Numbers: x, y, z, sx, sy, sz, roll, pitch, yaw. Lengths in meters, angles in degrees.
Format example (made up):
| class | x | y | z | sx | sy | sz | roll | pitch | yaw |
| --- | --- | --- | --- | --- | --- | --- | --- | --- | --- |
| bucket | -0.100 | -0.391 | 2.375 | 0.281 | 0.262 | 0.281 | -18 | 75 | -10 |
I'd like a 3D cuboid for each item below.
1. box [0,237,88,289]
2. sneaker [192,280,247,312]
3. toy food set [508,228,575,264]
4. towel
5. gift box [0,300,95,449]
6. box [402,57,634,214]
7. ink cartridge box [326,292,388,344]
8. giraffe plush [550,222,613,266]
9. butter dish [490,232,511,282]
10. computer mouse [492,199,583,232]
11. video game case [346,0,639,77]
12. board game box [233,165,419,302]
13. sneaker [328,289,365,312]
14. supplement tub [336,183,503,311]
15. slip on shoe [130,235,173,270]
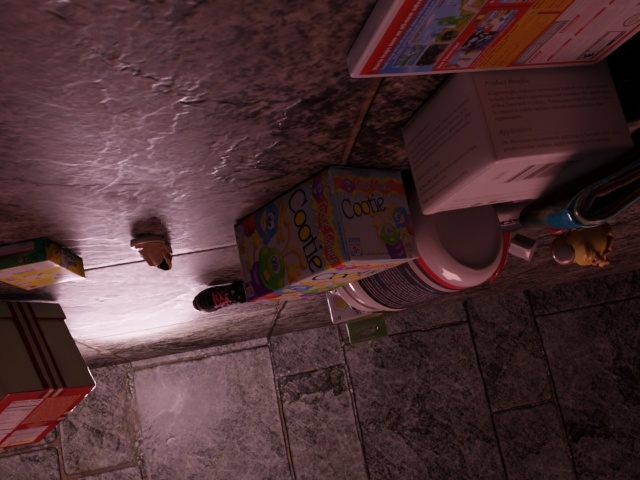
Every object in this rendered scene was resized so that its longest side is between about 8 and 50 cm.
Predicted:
| class | x | y | z | sx | sy | sz | roll | pitch | yaw |
| --- | --- | --- | --- | --- | --- | --- | --- | --- | --- |
| box | -0.457 | 0.043 | 1.080 | 0.105 | 0.043 | 0.179 | -11 | 165 | -2 |
| sneaker | -0.229 | 0.133 | 1.632 | 0.170 | 0.063 | 0.075 | -10 | 169 | -28 |
| toy food set | 0.370 | -0.033 | 1.248 | 0.232 | 0.111 | 0.104 | 26 | -177 | 24 |
| towel | 0.386 | -0.102 | 0.832 | 0.271 | 0.040 | 0.370 | -36 | 177 | 7 |
| gift box | -0.677 | 0.277 | 1.373 | 0.276 | 0.258 | 0.255 | -40 | 156 | 13 |
| box | 0.219 | -0.120 | 0.776 | 0.181 | 0.119 | 0.182 | -8 | 167 | -18 |
| ink cartridge box | 0.078 | 0.137 | 1.568 | 0.109 | 0.209 | 0.062 | -19 | 168 | 29 |
| giraffe plush | 0.514 | -0.025 | 1.332 | 0.181 | 0.170 | 0.210 | -5 | 166 | -26 |
| butter dish | 0.336 | -0.001 | 1.405 | 0.118 | 0.160 | 0.160 | 11 | 171 | 11 |
| computer mouse | 0.344 | -0.074 | 1.130 | 0.262 | 0.060 | 0.184 | 4 | 140 | 6 |
| video game case | 0.185 | -0.208 | 0.582 | 0.285 | 0.025 | 0.204 | -8 | 167 | -17 |
| board game box | 0.000 | 0.000 | 1.059 | 0.144 | 0.142 | 0.275 | -1 | 164 | -38 |
| sneaker | 0.024 | 0.100 | 1.489 | 0.282 | 0.153 | 0.099 | -15 | 166 | 18 |
| supplement tub | 0.155 | 0.013 | 1.141 | 0.191 | 0.191 | 0.272 | -2 | 164 | -36 |
| slip on shoe | -0.287 | 0.023 | 1.141 | 0.051 | 0.041 | 0.135 | -11 | 167 | 0 |
